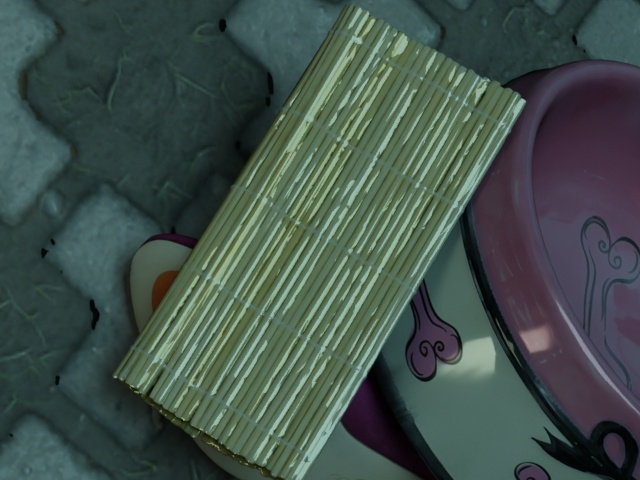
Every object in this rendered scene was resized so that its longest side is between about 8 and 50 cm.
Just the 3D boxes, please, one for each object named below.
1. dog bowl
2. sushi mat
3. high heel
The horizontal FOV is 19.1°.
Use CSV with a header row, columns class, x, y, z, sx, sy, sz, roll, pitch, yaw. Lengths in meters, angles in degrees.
class,x,y,z,sx,sy,sz,roll,pitch,yaw
dog bowl,0.224,0.045,1.408,0.408,0.150,0.408,22,51,-29
sushi mat,0.000,0.000,1.289,0.151,0.019,0.316,29,78,13
high heel,0.018,0.128,1.390,0.377,0.127,0.181,50,24,0
